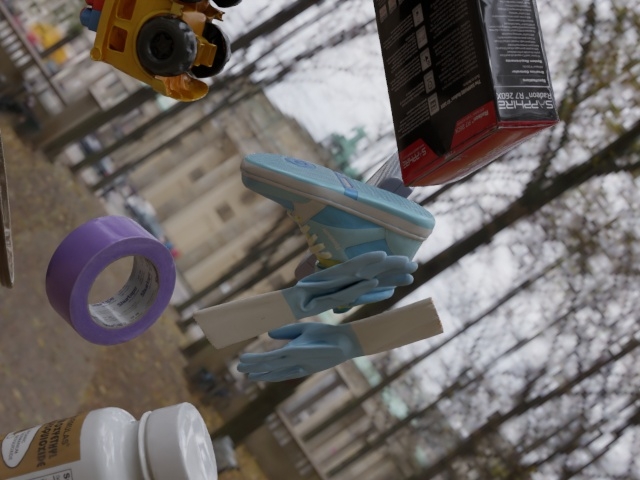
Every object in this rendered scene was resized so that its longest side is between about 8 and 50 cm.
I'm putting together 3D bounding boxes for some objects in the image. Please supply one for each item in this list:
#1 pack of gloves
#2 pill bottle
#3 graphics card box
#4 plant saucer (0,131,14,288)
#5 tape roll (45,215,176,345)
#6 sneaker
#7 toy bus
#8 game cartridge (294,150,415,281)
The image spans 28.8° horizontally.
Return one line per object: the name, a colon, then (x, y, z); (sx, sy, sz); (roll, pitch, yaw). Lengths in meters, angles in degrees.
pack of gloves: (0.001, 0.073, 1.322); (0.195, 0.232, 0.046); (64, 9, -55)
pill bottle: (-0.224, 0.232, 1.206); (0.131, 0.229, 0.131); (-15, 90, -80)
graphics card box: (0.155, -0.273, 1.486); (0.233, 0.094, 0.371); (147, -64, -63)
plant saucer: (-0.520, -0.060, 1.989); (0.278, 0.041, 0.278); (176, -90, -78)
tape roll: (-0.323, 0.062, 1.929); (0.080, 0.189, 0.189); (35, -19, 42)
sneaker: (0.000, 0.000, 1.941); (0.319, 0.208, 0.127); (20, 16, -9)
toy bus: (-0.223, -0.319, 1.661); (0.211, 0.220, 0.149); (22, 13, 17)
game cartridge: (0.071, -0.044, 2.164); (0.062, 0.297, 0.198); (43, 34, -3)
